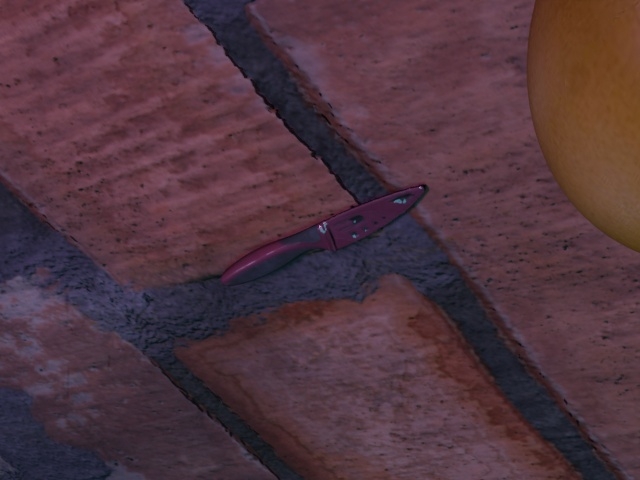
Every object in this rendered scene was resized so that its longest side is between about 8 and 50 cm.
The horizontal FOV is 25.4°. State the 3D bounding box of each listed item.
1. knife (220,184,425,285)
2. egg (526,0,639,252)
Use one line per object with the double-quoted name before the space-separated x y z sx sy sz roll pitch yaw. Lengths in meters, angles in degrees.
"knife" 0.000 0.000 1.264 0.247 0.018 0.035 -23 123 37
"egg" 0.251 -0.116 0.861 0.250 0.250 0.322 16 151 1
